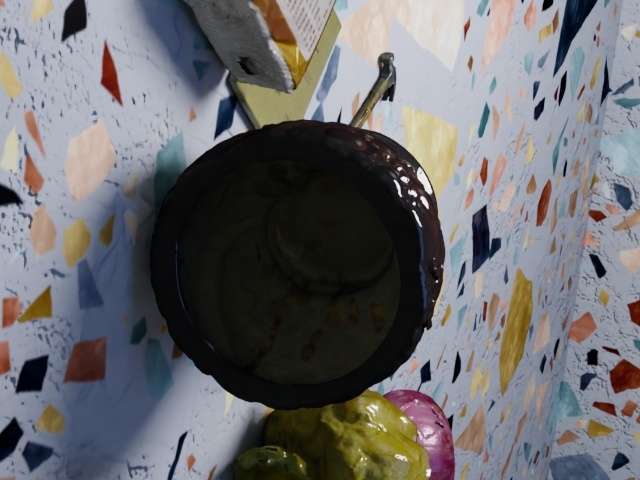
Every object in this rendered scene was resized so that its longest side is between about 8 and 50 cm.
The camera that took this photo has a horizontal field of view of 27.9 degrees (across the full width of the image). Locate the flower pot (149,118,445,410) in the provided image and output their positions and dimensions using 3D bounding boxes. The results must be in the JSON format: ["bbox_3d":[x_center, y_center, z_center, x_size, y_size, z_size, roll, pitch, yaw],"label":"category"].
[{"bbox_3d":[0.000,0.000,1.251,0.267,0.267,0.266,-47,144,-71],"label":"flower pot"}]

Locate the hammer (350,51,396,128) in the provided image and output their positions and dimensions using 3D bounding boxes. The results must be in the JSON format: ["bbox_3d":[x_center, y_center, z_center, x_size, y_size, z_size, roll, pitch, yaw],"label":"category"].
[{"bbox_3d":[0.053,-0.151,1.579,0.182,0.017,0.062,-59,151,-34],"label":"hammer"}]

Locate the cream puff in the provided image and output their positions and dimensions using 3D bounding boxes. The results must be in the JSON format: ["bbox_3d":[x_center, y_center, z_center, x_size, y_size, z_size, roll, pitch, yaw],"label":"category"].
[{"bbox_3d":[-0.006,0.281,1.444,0.282,0.185,0.281,-47,-146,48],"label":"cream puff"}]

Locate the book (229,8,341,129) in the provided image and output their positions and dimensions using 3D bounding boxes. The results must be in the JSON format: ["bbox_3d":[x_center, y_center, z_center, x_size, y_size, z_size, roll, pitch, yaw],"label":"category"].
[{"bbox_3d":[-0.032,-0.198,1.359,0.168,0.013,0.192,60,47,-58],"label":"book"}]

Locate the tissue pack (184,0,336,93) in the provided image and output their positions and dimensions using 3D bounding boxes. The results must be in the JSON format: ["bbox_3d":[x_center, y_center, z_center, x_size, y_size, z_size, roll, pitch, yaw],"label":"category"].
[{"bbox_3d":[-0.038,-0.276,1.200,0.226,0.092,0.183,-67,152,-19],"label":"tissue pack"}]

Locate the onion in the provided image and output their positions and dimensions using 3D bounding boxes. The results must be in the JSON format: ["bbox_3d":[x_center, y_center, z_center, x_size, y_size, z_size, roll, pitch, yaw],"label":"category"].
[{"bbox_3d":[0.115,0.296,1.793,0.177,0.153,0.177,-5,90,-73],"label":"onion"}]
